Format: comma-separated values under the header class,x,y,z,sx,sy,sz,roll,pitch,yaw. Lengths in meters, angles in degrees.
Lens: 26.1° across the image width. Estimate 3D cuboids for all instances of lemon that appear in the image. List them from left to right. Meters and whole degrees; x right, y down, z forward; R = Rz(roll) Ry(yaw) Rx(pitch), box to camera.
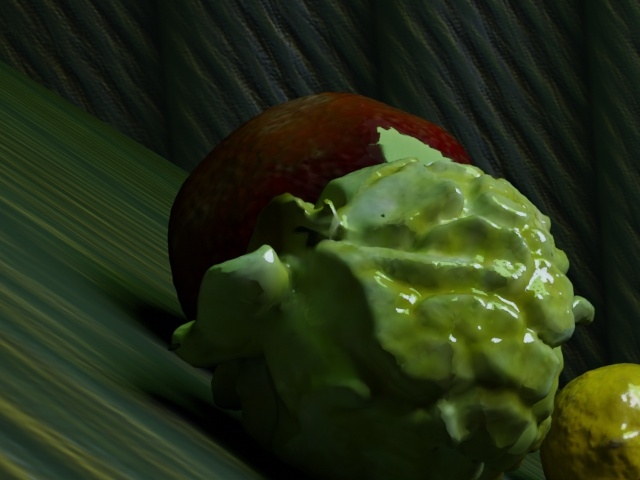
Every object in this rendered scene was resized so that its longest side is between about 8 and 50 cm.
class,x,y,z,sx,sy,sz,roll,pitch,yaw
lemon,0.204,0.139,0.924,0.114,0.114,0.155,32,2,18

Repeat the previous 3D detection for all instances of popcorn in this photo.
class,x,y,z,sx,sy,sz,roll,pitch,yaw
popcorn,0.033,0.034,0.535,0.162,0.141,0.135,40,-5,-29

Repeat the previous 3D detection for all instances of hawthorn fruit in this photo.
class,x,y,z,sx,sy,sz,roll,pitch,yaw
hawthorn fruit,0.000,0.000,0.716,0.169,0.169,0.188,30,3,-23
